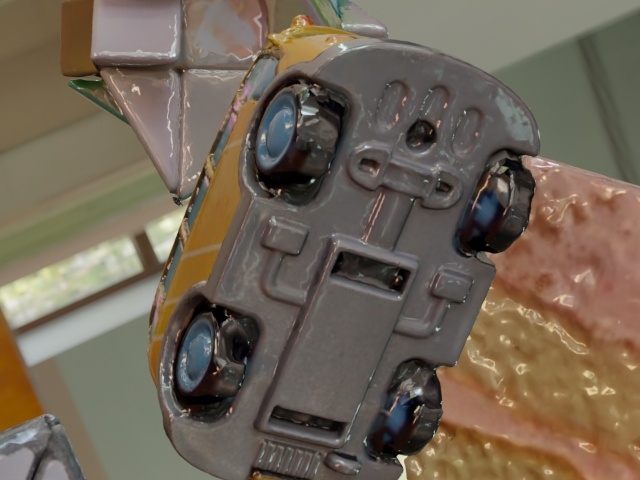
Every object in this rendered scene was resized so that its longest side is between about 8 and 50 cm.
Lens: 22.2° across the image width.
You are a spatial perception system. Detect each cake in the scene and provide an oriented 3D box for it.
[{"bbox_3d":[0.277,0.116,1.295,0.293,0.314,0.306,16,-87,39],"label":"cake"}]

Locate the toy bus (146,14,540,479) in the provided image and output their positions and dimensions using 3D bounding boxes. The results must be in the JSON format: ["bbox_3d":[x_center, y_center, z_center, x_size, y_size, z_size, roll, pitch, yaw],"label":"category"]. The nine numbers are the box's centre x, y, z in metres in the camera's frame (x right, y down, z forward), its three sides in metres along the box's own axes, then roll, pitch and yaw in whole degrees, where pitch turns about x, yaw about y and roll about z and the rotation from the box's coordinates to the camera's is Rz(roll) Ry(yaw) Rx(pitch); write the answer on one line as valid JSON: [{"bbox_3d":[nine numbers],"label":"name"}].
[{"bbox_3d":[0.000,0.000,0.749,0.209,0.126,0.136,-68,-154,13],"label":"toy bus"}]

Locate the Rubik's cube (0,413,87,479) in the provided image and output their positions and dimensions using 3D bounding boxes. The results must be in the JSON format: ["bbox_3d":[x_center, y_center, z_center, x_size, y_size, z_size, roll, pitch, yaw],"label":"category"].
[{"bbox_3d":[-0.290,0.297,1.222,0.259,0.260,0.254,-30,-95,60],"label":"Rubik's cube"}]

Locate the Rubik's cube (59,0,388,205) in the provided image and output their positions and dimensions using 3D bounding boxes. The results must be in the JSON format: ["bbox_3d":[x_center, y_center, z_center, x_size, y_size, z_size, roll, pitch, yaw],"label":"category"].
[{"bbox_3d":[-0.109,-0.220,1.798,0.387,0.358,0.368,-169,-100,-83],"label":"Rubik's cube"}]
